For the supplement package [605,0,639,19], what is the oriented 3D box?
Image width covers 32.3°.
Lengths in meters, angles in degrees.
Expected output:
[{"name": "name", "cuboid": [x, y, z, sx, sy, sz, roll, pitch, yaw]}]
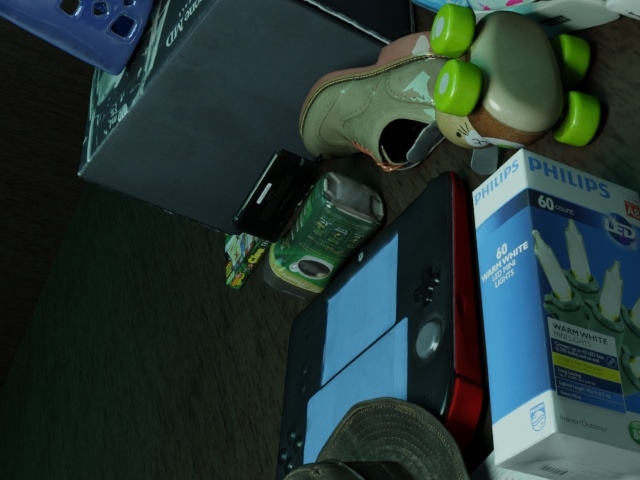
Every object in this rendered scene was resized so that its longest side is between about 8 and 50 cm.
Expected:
[{"name": "supplement package", "cuboid": [0.337, -0.280, 0.742, 0.177, 0.175, 0.292, -57, -14, -87]}]

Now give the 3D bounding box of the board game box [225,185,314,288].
[{"name": "board game box", "cuboid": [-0.086, -0.052, 1.769, 0.259, 0.030, 0.136, -53, 28, 37]}]

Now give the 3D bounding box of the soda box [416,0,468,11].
[{"name": "soda box", "cuboid": [0.146, -0.298, 1.274, 0.210, 0.067, 0.071, -57, -11, -78]}]

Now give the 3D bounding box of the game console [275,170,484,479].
[{"name": "game console", "cuboid": [0.053, 0.146, 1.279, 0.386, 0.060, 0.341, -46, 35, 45]}]

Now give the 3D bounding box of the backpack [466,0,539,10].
[{"name": "backpack", "cuboid": [0.210, -0.333, 1.006, 0.253, 0.191, 0.225, -51, 22, -13]}]

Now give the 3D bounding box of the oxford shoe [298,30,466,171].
[{"name": "oxford shoe", "cuboid": [0.066, -0.145, 1.383, 0.348, 0.123, 0.130, -26, 56, 61]}]

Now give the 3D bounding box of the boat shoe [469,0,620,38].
[{"name": "boat shoe", "cuboid": [0.236, -0.256, 1.144, 0.219, 0.078, 0.070, 7, 79, 60]}]

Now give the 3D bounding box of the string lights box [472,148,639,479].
[{"name": "string lights box", "cuboid": [0.205, 0.064, 0.901, 0.077, 0.133, 0.259, -46, 35, 47]}]

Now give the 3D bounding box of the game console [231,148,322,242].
[{"name": "game console", "cuboid": [-0.055, -0.066, 1.434, 0.122, 0.107, 0.071, -58, 38, 16]}]

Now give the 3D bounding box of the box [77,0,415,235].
[{"name": "box", "cuboid": [-0.116, -0.348, 1.671, 0.480, 0.297, 0.471, -42, 39, 41]}]

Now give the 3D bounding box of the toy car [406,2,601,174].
[{"name": "toy car", "cuboid": [0.165, -0.125, 1.122, 0.188, 0.155, 0.148, 122, 155, -51]}]

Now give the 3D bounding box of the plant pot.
[{"name": "plant pot", "cuboid": [-0.328, -0.404, 1.529, 0.212, 0.236, 0.236, -50, 32, 20]}]

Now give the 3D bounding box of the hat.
[{"name": "hat", "cuboid": [0.016, 0.314, 1.058, 0.331, 0.134, 0.331, -15, 72, 57]}]

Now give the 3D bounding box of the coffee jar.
[{"name": "coffee jar", "cuboid": [0.000, 0.000, 1.452, 0.184, 0.096, 0.079, -52, 24, 38]}]

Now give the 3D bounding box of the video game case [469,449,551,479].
[{"name": "video game case", "cuboid": [0.177, 0.262, 0.967, 0.201, 0.023, 0.183, -55, 29, 33]}]
